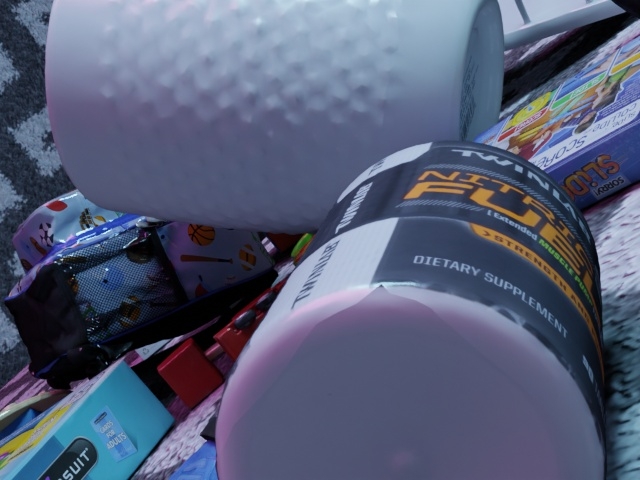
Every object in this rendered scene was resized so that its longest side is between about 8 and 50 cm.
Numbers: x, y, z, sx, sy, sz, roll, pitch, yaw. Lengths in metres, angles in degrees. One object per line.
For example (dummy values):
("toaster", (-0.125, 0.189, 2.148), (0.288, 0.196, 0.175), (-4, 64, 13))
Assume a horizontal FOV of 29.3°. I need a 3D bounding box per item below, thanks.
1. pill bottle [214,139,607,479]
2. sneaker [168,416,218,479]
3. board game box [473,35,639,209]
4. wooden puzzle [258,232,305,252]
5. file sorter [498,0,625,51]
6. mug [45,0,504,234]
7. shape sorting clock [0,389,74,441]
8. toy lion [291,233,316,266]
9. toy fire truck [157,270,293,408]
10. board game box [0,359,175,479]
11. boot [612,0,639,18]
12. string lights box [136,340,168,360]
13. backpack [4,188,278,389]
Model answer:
("pill bottle", (0.049, 0.035, 0.502), (0.130, 0.130, 0.245), (-36, 9, 21))
("sneaker", (-0.049, 0.133, 0.662), (0.084, 0.058, 0.152), (-49, 3, -8))
("board game box", (0.161, -0.062, 0.814), (0.201, 0.035, 0.136), (-31, 19, 46))
("wooden puzzle", (0.062, -0.111, 1.475), (0.322, 0.080, 0.348), (-45, 5, -36))
("file sorter", (0.202, -0.313, 1.259), (0.278, 0.173, 0.193), (-15, 26, 26))
("mug", (-0.005, -0.173, 1.081), (0.328, 0.276, 0.374), (8, 45, 19))
("shape sorting clock", (-0.337, 0.227, 1.288), (0.206, 0.040, 0.206), (-33, -19, -13))
("toy lion", (0.000, 0.000, 1.292), (0.100, 0.034, 0.096), (-29, 21, 53))
("toy fire truck", (-0.049, 0.070, 1.055), (0.192, 0.047, 0.135), (-40, 6, -11))
("board game box", (-0.296, 0.262, 1.003), (0.254, 0.079, 0.336), (-34, 9, 34))
("boot", (0.270, -0.233, 0.824), (0.367, 0.146, 0.445), (-20, 21, 36))
("string lights box", (-0.200, 0.064, 1.659), (0.133, 0.077, 0.259), (-39, 8, 5))
("backpack", (-0.190, 0.031, 1.300), (0.263, 0.213, 0.276), (-16, 0, -25))
